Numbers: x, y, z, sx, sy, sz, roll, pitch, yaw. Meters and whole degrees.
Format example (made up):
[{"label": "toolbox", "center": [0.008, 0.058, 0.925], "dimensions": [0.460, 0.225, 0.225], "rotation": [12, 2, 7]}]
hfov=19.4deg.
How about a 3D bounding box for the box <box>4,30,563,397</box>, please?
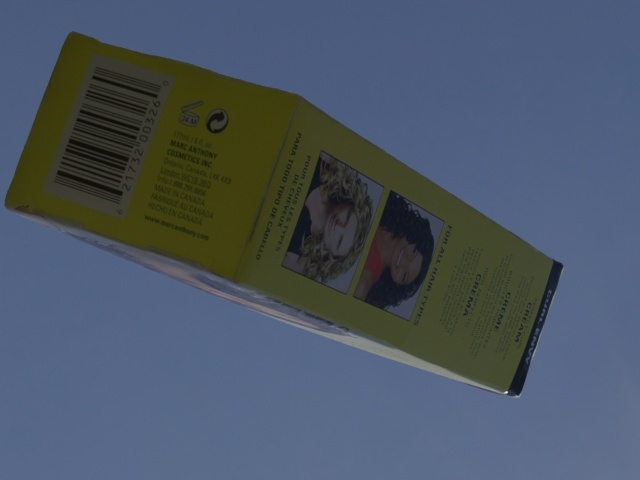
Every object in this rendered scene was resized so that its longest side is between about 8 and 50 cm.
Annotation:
[{"label": "box", "center": [0.000, 0.000, 0.615], "dimensions": [0.087, 0.232, 0.058], "rotation": [17, -94, 29]}]
